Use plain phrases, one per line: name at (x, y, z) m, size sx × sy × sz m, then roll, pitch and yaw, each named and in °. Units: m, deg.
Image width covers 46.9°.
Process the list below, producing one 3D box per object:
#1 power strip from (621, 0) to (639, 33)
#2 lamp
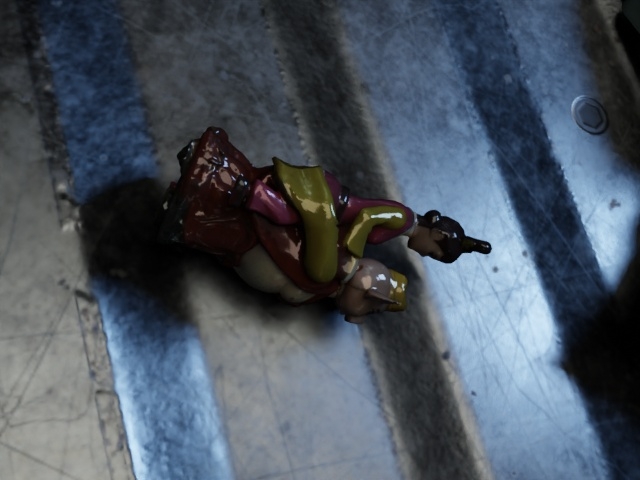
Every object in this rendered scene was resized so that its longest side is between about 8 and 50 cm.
power strip at (0.498, -0.222, 0.792) m, size 0.260 × 0.141 × 0.230 m, roll -2°, pitch 54°, yaw -26°
lamp at (0.000, 0.000, 0.579) m, size 0.253 × 0.118 × 0.118 m, roll 22°, pitch 65°, yaw -10°
